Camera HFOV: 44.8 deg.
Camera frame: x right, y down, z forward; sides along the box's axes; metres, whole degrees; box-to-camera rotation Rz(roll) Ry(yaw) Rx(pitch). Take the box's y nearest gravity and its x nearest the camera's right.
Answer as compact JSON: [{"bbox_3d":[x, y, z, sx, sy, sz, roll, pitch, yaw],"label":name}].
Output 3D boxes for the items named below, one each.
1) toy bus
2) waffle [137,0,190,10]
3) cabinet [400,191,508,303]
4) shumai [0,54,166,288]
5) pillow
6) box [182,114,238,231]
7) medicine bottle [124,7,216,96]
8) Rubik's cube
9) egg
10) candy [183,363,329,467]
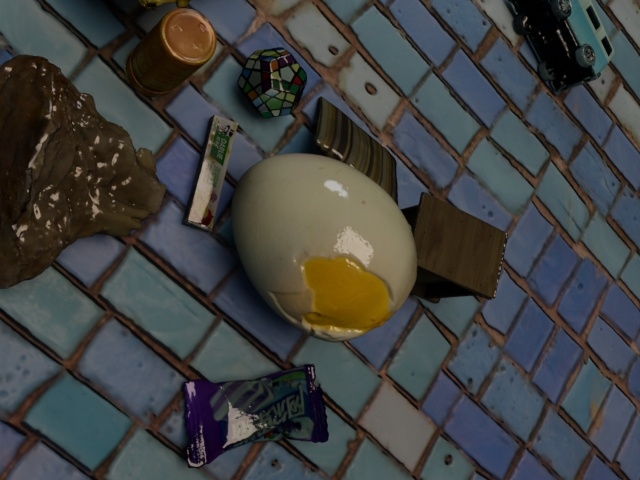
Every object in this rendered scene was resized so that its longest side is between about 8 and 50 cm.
[{"bbox_3d":[0.569,-0.507,1.819,0.165,0.133,0.271,-41,106,-33],"label":"toy bus"},{"bbox_3d":[-0.275,-0.485,1.279,0.325,0.068,0.302,39,52,24],"label":"waffle"},{"bbox_3d":[0.214,0.025,1.511,0.215,0.175,0.148,24,71,-26],"label":"cabinet"},{"bbox_3d":[-0.410,-0.098,1.202,0.283,0.217,0.346,4,92,-61],"label":"shumai"},{"bbox_3d":[0.069,-0.165,1.472,0.212,0.052,0.208,40,27,-19],"label":"pillow"},{"bbox_3d":[-0.193,-0.119,1.370,0.050,0.041,0.207,19,74,-24],"label":"box"},{"bbox_3d":[-0.248,-0.305,1.275,0.096,0.192,0.096,4,83,-30],"label":"medicine bottle"},{"bbox_3d":[-0.087,-0.287,1.415,0.112,0.133,0.133,26,69,1],"label":"Rubik's cube"},{"bbox_3d":[0.000,0.000,1.328,0.345,0.283,0.283,48,63,-4],"label":"egg"},{"bbox_3d":[-0.111,0.299,1.348,0.275,0.070,0.145,-3,76,-28],"label":"candy"}]
